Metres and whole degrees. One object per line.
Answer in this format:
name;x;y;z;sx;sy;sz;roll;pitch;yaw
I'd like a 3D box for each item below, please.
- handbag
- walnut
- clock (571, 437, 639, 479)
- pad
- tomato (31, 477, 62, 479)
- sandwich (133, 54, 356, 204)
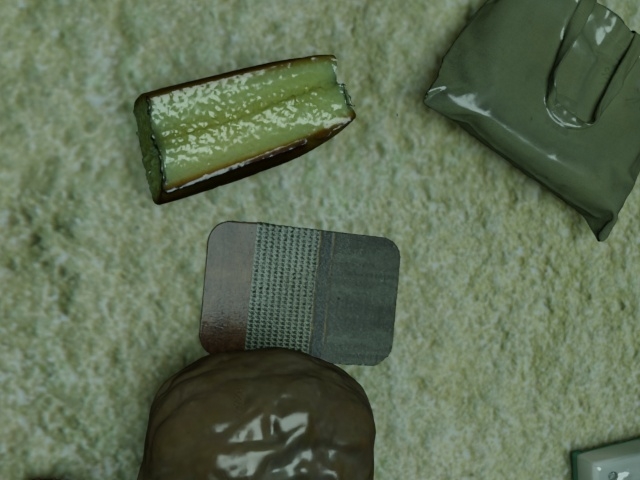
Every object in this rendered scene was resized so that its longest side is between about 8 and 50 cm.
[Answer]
handbag;0.302;-0.186;1.194;0.316;0.109;0.253;34;79;-16
walnut;-0.070;0.240;1.039;0.273;0.273;0.227;-2;58;-17
clock;0.471;0.402;1.277;0.231;0.116;0.262;-7;94;-16
pad;-0.006;-0.009;1.134;0.250;0.055;0.323;5;109;-17
tomato;-0.295;0.434;0.970;0.338;0.338;0.144;-42;132;-11
sandwich;-0.089;-0.130;1.067;0.235;0.128;0.122;-17;94;-17
